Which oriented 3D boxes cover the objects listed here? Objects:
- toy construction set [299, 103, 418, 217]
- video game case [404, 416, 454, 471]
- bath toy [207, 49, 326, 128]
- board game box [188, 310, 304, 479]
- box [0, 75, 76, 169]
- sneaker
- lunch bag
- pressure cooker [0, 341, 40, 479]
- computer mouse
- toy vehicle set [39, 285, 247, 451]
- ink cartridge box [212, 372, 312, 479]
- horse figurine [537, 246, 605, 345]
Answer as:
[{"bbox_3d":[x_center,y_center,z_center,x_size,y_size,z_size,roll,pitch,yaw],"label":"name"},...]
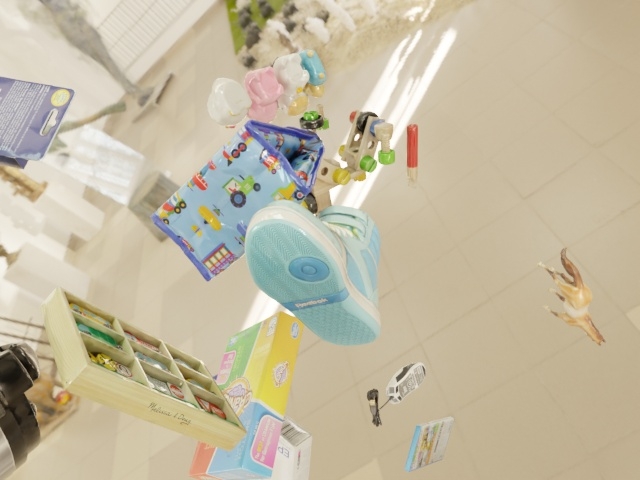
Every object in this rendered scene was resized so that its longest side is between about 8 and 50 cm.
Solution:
[{"bbox_3d":[0.068,-0.152,1.186,0.309,0.237,0.257,12,33,30],"label":"toy construction set"},{"bbox_3d":[0.281,0.519,1.348,0.015,0.166,0.119,19,97,43],"label":"video game case"},{"bbox_3d":[-0.138,-0.359,1.299,0.348,0.151,0.129,-33,17,-37],"label":"bath toy"},{"bbox_3d":[-0.153,0.329,1.100,0.242,0.064,0.316,-33,36,46],"label":"board game box"},{"bbox_3d":[-0.479,-0.178,0.762,0.225,0.036,0.136,10,64,2],"label":"box"},{"bbox_3d":[0.000,0.000,0.764,0.127,0.319,0.208,-8,53,20],"label":"sneaker"},{"bbox_3d":[-0.103,-0.089,0.887,0.221,0.138,0.293,-39,4,19],"label":"lunch bag"},{"bbox_3d":[-0.703,0.312,0.895,0.370,0.375,0.420,28,40,19],"label":"pressure cooker"},{"bbox_3d":[0.190,0.372,1.323,0.193,0.106,0.042,-32,29,-27],"label":"computer mouse"},{"bbox_3d":[-0.221,0.169,0.674,0.035,0.267,0.166,-48,44,-3],"label":"toy vehicle set"},{"bbox_3d":[-0.165,0.547,1.339,0.324,0.071,0.329,23,117,38],"label":"ink cartridge box"},{"bbox_3d":[0.646,0.147,1.361,0.066,0.263,0.174,-28,36,-9],"label":"horse figurine"}]
